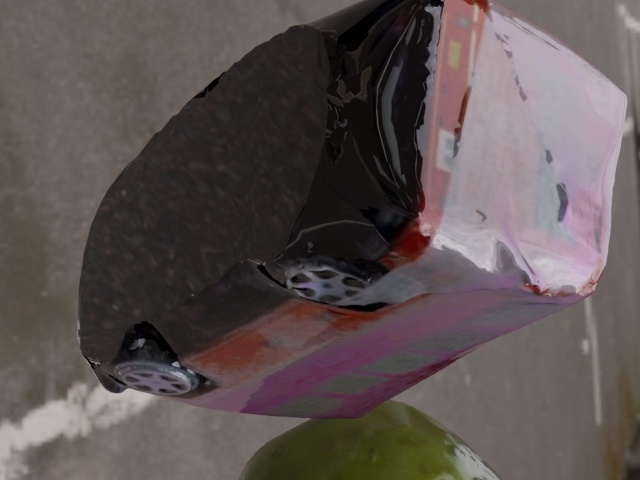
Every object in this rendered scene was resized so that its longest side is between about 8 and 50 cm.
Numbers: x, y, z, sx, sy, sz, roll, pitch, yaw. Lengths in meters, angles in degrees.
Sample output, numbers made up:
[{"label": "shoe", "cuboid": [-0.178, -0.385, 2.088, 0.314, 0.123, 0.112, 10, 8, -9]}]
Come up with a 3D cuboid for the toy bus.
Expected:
[{"label": "toy bus", "cuboid": [0.000, 0.000, 0.652, 0.302, 0.147, 0.128, -34, -137, 56]}]

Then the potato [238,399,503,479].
[{"label": "potato", "cuboid": [0.062, 0.248, 0.891, 0.304, 0.216, 0.216, 61, 15, 6]}]
